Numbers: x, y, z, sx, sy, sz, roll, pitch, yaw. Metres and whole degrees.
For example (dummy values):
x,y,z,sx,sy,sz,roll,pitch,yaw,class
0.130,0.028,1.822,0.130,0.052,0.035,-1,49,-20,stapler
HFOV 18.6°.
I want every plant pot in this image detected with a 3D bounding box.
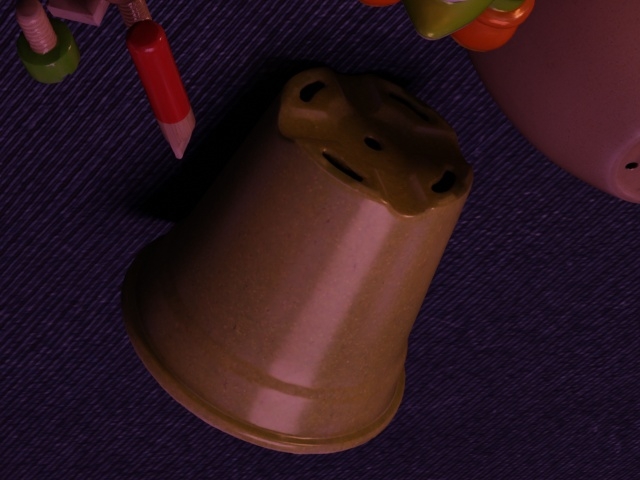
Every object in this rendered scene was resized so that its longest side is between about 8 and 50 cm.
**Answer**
x,y,z,sx,sy,sz,roll,pitch,yaw,class
0.272,-0.142,1.614,0.284,0.191,0.284,-10,149,-6,plant pot
0.000,0.000,1.696,0.276,0.276,0.254,6,132,-30,plant pot

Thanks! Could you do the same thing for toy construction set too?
x,y,z,sx,sy,sz,roll,pitch,yaw,class
-0.118,-0.195,1.295,0.257,0.309,0.237,-7,154,4,toy construction set

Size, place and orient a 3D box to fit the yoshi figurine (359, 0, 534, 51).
x,y,z,sx,sy,sz,roll,pitch,yaw,class
0.122,-0.280,1.333,0.203,0.203,0.362,-25,170,-14,yoshi figurine
